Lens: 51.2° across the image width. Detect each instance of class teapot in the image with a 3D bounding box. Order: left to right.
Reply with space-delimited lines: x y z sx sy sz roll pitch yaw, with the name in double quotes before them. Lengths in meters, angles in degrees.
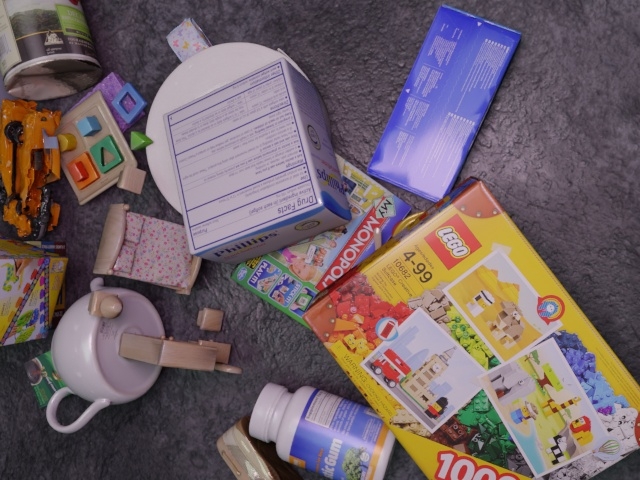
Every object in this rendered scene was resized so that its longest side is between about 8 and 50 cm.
"teapot" -0.458 0.223 1.373 0.187 0.256 0.252 -9 101 26

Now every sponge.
"sponge" -0.500 -0.261 1.484 0.210 0.031 0.117 -38 80 11

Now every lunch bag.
"lunch bag" -0.278 -0.421 1.422 0.071 0.053 0.083 -36 91 13

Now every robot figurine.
"robot figurine" -0.622 -0.145 1.432 0.211 0.085 0.290 23 114 35

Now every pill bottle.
"pill bottle" 0.007 0.373 1.295 0.272 0.152 0.152 16 93 13

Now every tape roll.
"tape roll" -0.171 -0.213 1.385 0.393 0.072 0.391 0 89 13

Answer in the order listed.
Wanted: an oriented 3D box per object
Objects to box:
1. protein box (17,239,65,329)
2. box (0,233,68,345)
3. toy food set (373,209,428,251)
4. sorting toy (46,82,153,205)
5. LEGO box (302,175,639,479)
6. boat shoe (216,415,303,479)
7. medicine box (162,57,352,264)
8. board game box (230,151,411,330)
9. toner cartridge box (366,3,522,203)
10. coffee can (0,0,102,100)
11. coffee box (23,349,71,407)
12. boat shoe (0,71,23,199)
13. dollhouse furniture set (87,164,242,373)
"protein box" -0.690 0.099 1.472 0.201 0.136 0.199 0 89 14
"box" -0.699 0.074 1.261 0.290 0.279 0.176 17 93 14
"toy food set" 0.206 -0.002 1.289 0.218 0.071 0.128 -14 103 7
"sorting toy" -0.502 -0.196 1.428 0.348 0.047 0.195 -28 86 24
"LEGO box" 0.272 0.198 1.169 0.373 0.193 0.500 -38 92 11
"boat shoe" -0.101 0.505 1.347 0.098 0.109 0.302 -41 75 15
"medicine box" -0.117 -0.135 1.221 0.264 0.149 0.289 -20 74 19
"board game box" 0.000 0.000 1.317 0.214 0.046 0.317 34 98 -10
"toner cartridge box" 0.236 -0.255 1.286 0.165 0.075 0.347 26 96 11
"coffee can" -0.603 -0.466 1.424 0.202 0.201 0.275 -19 86 13
"coffee box" -0.561 0.286 1.488 0.184 0.040 0.113 -25 83 12
"boat shoe" -0.777 -0.265 1.510 0.157 0.136 0.366 10 102 16
"dollhouse furniture set" -0.255 0.064 1.295 0.174 0.303 0.355 0 77 47
